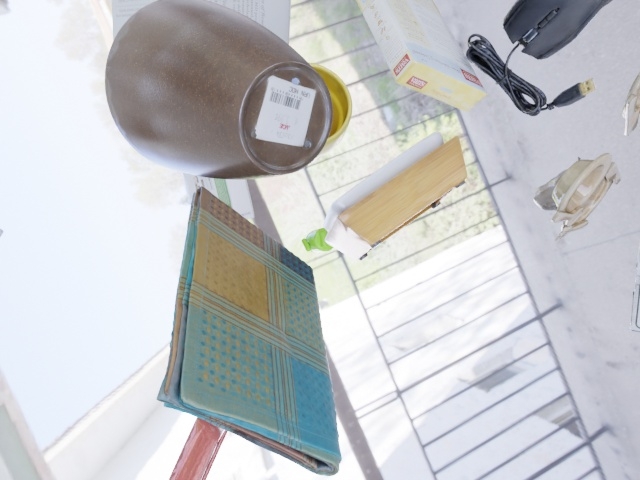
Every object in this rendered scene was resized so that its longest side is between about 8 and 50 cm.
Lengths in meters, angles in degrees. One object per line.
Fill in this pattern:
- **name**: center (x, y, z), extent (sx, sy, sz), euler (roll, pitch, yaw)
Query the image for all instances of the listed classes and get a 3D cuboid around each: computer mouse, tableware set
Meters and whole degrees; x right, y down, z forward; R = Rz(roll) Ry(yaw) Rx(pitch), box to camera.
- **computer mouse**: center (0.338, -0.281, 0.684), extent (0.184, 0.060, 0.262), euler (45, 145, -6)
- **tableware set**: center (0.225, -0.067, 0.362), extent (0.020, 0.141, 0.168), euler (44, 114, 32)

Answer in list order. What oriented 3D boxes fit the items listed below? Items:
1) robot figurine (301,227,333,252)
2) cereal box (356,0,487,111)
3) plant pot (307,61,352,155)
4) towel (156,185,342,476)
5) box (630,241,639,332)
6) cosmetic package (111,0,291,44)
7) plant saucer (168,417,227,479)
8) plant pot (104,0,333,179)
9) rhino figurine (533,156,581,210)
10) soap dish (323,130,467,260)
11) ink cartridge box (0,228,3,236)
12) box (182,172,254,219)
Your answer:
- **robot figurine**: center (0.000, 0.000, 1.354), extent (0.115, 0.101, 0.067), euler (-12, 88, 65)
- **cereal box**: center (0.148, -0.320, 0.761), extent (0.047, 0.173, 0.240), euler (-42, 54, 41)
- **plant pot**: center (-0.052, -0.334, 1.399), extent (0.254, 0.254, 0.239), euler (64, 168, 10)
- **towel**: center (-0.084, 0.107, 0.672), extent (0.271, 0.040, 0.370), euler (40, -156, -33)
- **box**: center (0.595, 0.041, 0.815), extent (0.087, 0.290, 0.169), euler (8, 104, 39)
- **cosmetic package**: center (-0.334, -0.606, 1.405), extent (0.330, 0.394, 0.327), euler (15, 110, 34)
- **plant saucer**: center (-0.220, 0.399, 0.871), extent (0.048, 0.258, 0.259), euler (24, 177, 1)
- **plant pot**: center (-0.098, -0.155, 0.546), extent (0.230, 0.215, 0.215), euler (31, 144, 47)
- **rhino figurine**: center (0.629, -0.141, 1.220), extent (0.243, 0.106, 0.073), euler (115, 158, -66)
- **soap dish**: center (0.151, -0.080, 1.011), extent (0.118, 0.291, 0.229), euler (55, 169, 7)
- **ink cartridge box**: center (-0.714, 0.000, 0.847), extent (0.066, 0.189, 0.232), euler (21, 161, 23)
- **box**: center (-0.282, -0.163, 1.265), extent (0.322, 0.059, 0.232), euler (5, 110, 59)
